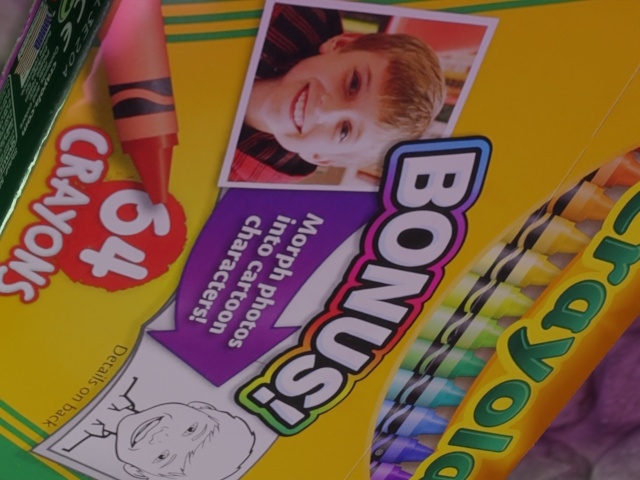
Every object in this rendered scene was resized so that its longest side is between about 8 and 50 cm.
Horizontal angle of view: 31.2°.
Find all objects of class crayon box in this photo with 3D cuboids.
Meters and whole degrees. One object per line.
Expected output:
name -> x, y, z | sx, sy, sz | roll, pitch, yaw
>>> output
crayon box -> 0.000, 0.000, 0.540 | 0.313, 0.106, 0.363 | 17, 119, -29
